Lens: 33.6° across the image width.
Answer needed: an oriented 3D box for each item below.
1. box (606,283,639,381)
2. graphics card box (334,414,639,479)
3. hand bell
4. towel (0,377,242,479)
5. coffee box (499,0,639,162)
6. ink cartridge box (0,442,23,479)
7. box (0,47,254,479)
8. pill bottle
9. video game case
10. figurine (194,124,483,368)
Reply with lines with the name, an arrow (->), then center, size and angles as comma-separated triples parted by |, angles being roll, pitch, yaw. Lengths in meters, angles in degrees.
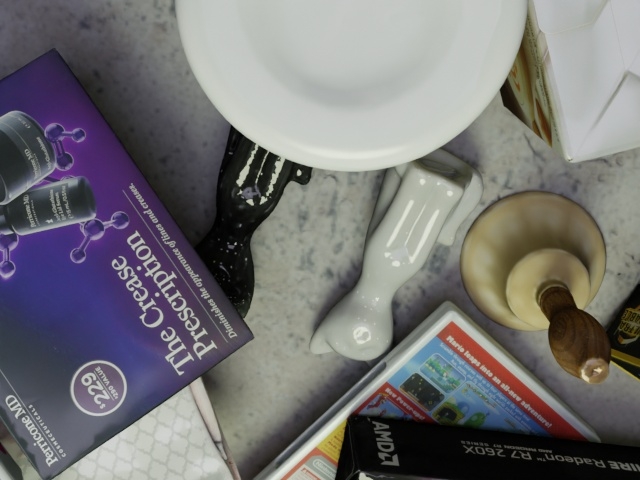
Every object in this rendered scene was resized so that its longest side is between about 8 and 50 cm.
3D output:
box -> 0.377, 0.140, 0.775 | 0.257, 0.322, 0.079 | 35, 88, -7
graphics card box -> 0.185, 0.286, 0.912 | 0.371, 0.094, 0.233 | 9, 112, -7
hand bell -> 0.178, 0.050, 0.798 | 0.126, 0.242, 0.126 | 1, 106, 2
towel -> -0.267, 0.127, 0.849 | 0.332, 0.053, 0.317 | -24, 85, -11
coffee box -> 0.177, -0.152, 0.740 | 0.098, 0.246, 0.141 | -15, 103, 5
ink cartridge box -> -0.355, 0.145, 0.777 | 0.176, 0.069, 0.371 | -38, 84, -9
box -> -0.199, 0.020, 0.798 | 0.184, 0.103, 0.261 | -35, 89, -9
pill bottle -> 0.020, -0.166, 0.696 | 0.188, 0.334, 0.188 | 0, 105, 1
video game case -> 0.078, 0.210, 0.938 | 0.204, 0.025, 0.285 | 41, 103, -21
figurine -> 0.000, 0.000, 0.879 | 0.215, 0.092, 0.209 | 23, 113, -5
